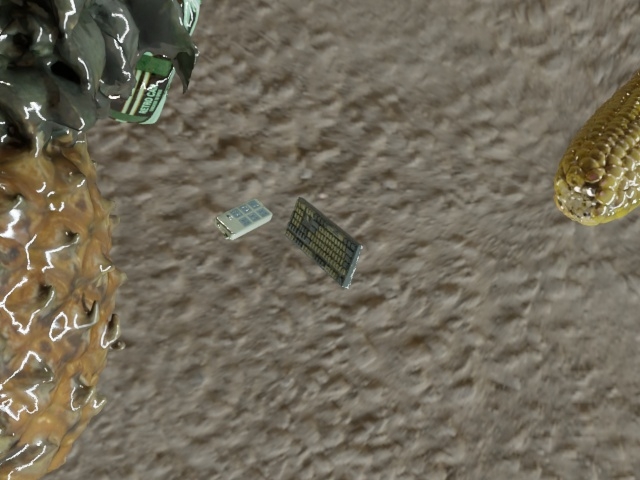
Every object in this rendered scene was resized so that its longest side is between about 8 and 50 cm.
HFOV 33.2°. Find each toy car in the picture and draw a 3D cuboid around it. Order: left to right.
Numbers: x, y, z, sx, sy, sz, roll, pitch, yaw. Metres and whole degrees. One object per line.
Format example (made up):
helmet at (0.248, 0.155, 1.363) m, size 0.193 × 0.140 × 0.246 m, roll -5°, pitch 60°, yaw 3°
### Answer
toy car at (-0.297, -0.298, 1.769) m, size 0.136 × 0.125 × 0.306 m, roll 12°, pitch 138°, yaw -21°

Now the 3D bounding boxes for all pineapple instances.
pineapple at (-0.130, -0.079, 0.447) m, size 0.165 × 0.165 × 0.365 m, roll 17°, pitch 97°, yaw 12°

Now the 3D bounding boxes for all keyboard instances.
keyboard at (0.001, 0.000, 1.286) m, size 0.014 × 0.176 × 0.055 m, roll 14°, pitch 104°, yaw -29°

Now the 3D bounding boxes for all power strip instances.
power strip at (-0.109, -0.030, 1.513) m, size 0.040 × 0.090 × 0.016 m, roll 42°, pitch 135°, yaw 19°

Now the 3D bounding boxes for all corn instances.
corn at (0.309, -0.106, 0.985) m, size 0.101 × 0.101 × 0.291 m, roll 44°, pitch 57°, yaw 8°
